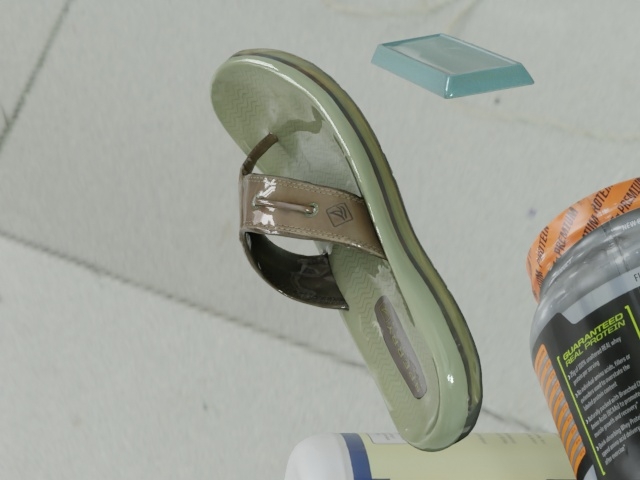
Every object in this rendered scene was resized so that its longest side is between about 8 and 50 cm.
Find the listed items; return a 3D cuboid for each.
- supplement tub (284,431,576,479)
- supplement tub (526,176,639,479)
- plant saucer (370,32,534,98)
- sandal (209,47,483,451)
[{"bbox_3d":[0.138,0.269,1.391,0.325,0.235,0.235,1,69,-8],"label":"supplement tub"},{"bbox_3d":[0.261,0.122,1.193,0.194,0.193,0.316,-13,59,-8],"label":"supplement tub"},{"bbox_3d":[0.093,-0.131,1.289,0.067,0.192,0.018,-11,107,-12],"label":"plant saucer"},{"bbox_3d":[0.001,0.000,1.107,0.086,0.120,0.302,-18,63,-24],"label":"sandal"}]
